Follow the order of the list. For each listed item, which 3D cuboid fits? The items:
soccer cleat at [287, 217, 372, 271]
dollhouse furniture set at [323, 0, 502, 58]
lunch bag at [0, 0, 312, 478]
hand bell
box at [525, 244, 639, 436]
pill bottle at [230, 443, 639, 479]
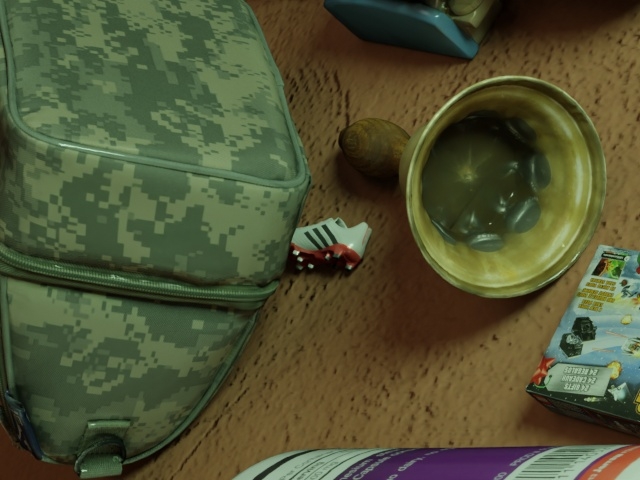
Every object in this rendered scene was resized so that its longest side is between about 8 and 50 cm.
[{"bbox_3d":[0.000,0.000,1.039,0.083,0.029,0.035,5,55,47],"label":"soccer cleat"},{"bbox_3d":[0.050,-0.315,1.110,0.303,0.198,0.286,24,79,54],"label":"dollhouse furniture set"},{"bbox_3d":[-0.151,-0.020,1.075,0.305,0.212,0.256,-112,34,-52],"label":"lunch bag"},{"bbox_3d":[0.062,-0.051,0.968,0.126,0.126,0.242,-55,24,-4],"label":"hand bell"},{"bbox_3d":[0.179,0.056,0.787,0.137,0.027,0.094,12,68,52],"label":"box"},{"bbox_3d":[0.053,0.183,0.685,0.323,0.181,0.181,-9,53,45],"label":"pill bottle"}]
